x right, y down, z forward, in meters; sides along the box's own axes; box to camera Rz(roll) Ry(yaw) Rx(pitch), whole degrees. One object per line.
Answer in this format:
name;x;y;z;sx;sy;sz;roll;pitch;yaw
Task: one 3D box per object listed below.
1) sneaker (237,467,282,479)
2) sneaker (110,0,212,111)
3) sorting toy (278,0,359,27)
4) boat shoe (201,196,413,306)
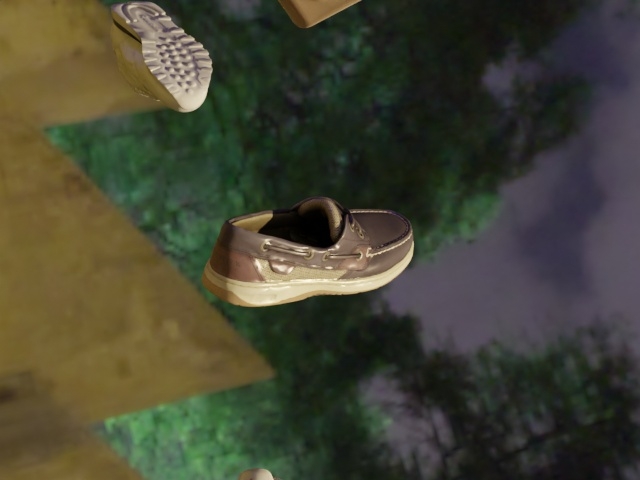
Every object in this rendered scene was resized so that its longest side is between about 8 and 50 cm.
sneaker;-0.039;0.360;1.670;0.305;0.114;0.152;71;18;-57
sneaker;-0.208;-0.222;1.895;0.235;0.090;0.095;55;-41;45
sorting toy;0.009;-0.360;1.674;0.193;0.208;0.038;53;29;-28
boat shoe;0.000;0.000;1.574;0.103;0.285;0.092;41;-52;37
